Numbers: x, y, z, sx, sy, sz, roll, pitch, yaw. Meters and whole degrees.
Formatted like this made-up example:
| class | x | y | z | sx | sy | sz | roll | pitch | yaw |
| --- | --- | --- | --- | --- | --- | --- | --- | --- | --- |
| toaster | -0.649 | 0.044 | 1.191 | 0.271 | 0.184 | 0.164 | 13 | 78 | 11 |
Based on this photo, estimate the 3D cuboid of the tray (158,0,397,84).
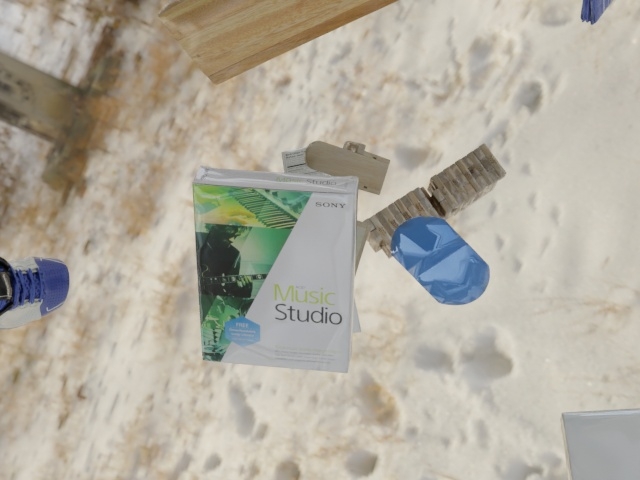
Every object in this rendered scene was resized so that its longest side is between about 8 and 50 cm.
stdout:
| class | x | y | z | sx | sy | sz | roll | pitch | yaw |
| --- | --- | --- | --- | --- | --- | --- | --- | --- | --- |
| tray | 0.092 | -0.246 | 0.679 | 0.410 | 0.076 | 0.203 | -17 | 34 | 40 |

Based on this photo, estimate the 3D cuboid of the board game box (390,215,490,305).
| class | x | y | z | sx | sy | sz | roll | pitch | yaw |
| --- | --- | --- | --- | --- | --- | --- | --- | --- | --- |
| board game box | 0.194 | 0.024 | 1.643 | 0.133 | 0.168 | 0.033 | -41 | 6 | 46 |

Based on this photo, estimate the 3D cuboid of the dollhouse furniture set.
| class | x | y | z | sx | sy | sz | roll | pitch | yaw |
| --- | --- | --- | --- | --- | --- | --- | --- | --- | --- |
| dollhouse furniture set | -0.080 | -0.046 | 1.766 | 0.355 | 0.173 | 0.303 | 23 | 96 | 61 |

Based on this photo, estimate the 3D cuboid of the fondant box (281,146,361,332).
| class | x | y | z | sx | sy | sz | roll | pitch | yaw |
| --- | --- | --- | --- | --- | --- | --- | --- | --- | --- |
| fondant box | 0.000 | 0.000 | 2.114 | 0.330 | 0.096 | 0.238 | -98 | -4 | -47 |

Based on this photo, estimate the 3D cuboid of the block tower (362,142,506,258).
| class | x | y | z | sx | sy | sz | roll | pitch | yaw |
| --- | --- | --- | --- | --- | --- | --- | --- | --- | --- |
| block tower | 0.254 | -0.084 | 2.356 | 0.335 | 0.091 | 0.097 | -33 | -13 | -8 |

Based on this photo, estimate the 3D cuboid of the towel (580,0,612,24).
| class | x | y | z | sx | sy | sz | roll | pitch | yaw |
| --- | --- | --- | --- | --- | --- | --- | --- | --- | --- |
| towel | 0.646 | -0.652 | 2.231 | 0.040 | 0.243 | 0.336 | 27 | 68 | 29 |

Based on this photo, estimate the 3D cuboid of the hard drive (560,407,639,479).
| class | x | y | z | sx | sy | sz | roll | pitch | yaw |
| --- | --- | --- | --- | --- | --- | --- | --- | --- | --- |
| hard drive | 0.535 | 0.349 | 1.483 | 0.047 | 0.352 | 0.233 | 80 | -172 | -58 |

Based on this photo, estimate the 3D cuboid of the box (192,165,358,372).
| class | x | y | z | sx | sy | sz | roll | pitch | yaw |
| --- | --- | --- | --- | --- | --- | --- | --- | --- | --- |
| box | -0.065 | 0.048 | 1.542 | 0.058 | 0.232 | 0.322 | -77 | -10 | -58 |

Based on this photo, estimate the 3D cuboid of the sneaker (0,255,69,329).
| class | x | y | z | sx | sy | sz | roll | pitch | yaw |
| --- | --- | --- | --- | --- | --- | --- | --- | --- | --- |
| sneaker | -0.548 | 0.091 | 1.786 | 0.182 | 0.315 | 0.128 | -7 | 87 | 42 |
